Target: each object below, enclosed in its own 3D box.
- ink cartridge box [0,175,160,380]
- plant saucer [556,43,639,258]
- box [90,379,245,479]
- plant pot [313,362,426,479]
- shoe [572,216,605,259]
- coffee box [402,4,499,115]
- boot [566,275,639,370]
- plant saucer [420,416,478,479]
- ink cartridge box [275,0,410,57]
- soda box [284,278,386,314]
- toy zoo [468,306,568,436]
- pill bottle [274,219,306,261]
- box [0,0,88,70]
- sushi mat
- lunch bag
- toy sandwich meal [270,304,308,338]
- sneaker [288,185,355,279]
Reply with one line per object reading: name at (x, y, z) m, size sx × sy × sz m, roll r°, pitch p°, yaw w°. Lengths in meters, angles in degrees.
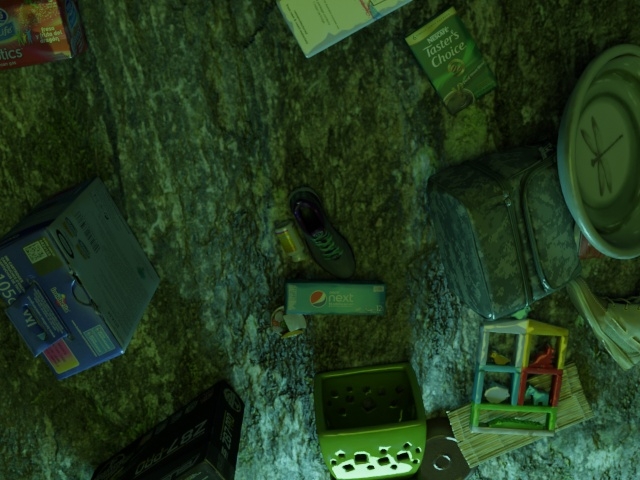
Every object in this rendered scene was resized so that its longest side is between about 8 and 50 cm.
ink cartridge box at (-0.461, 0.069, 1.515) m, size 0.151 × 0.395 × 0.270 m, roll -25°, pitch 108°, yaw 7°
plant saucer at (0.552, -0.167, 1.544) m, size 0.400 × 0.100 × 0.401 m, roll -4°, pitch 96°, yaw -39°
box at (-0.346, 0.502, 1.715) m, size 0.394 × 0.318 × 0.097 m, roll -35°, pitch 107°, yaw 11°
plant pot at (0.109, 0.419, 1.749) m, size 0.228 × 0.227 × 0.207 m, roll -6°, pitch 116°, yaw 1°
shoe at (0.560, -0.041, 1.677) m, size 0.081 × 0.063 × 0.178 m, roll -1°, pitch 115°, yaw -2°
coffee box at (0.253, -0.347, 1.569) m, size 0.113 × 0.040 × 0.184 m, roll -31°, pitch 107°, yaw 10°
boot at (0.662, 0.133, 1.721) m, size 0.203 × 0.095 × 0.262 m, roll -37°, pitch 108°, yaw 12°
plant saucer at (0.281, 0.504, 1.878) m, size 0.198 × 0.036 × 0.199 m, roll 0°, pitch 109°, yaw -1°
ink cartridge box at (0.069, -0.452, 1.443) m, size 0.278 × 0.201 × 0.117 m, roll -27°, pitch 108°, yaw 8°
soda box at (0.029, 0.118, 1.704) m, size 0.210 × 0.071 × 0.067 m, roll 2°, pitch 95°, yaw -5°
toy zoo at (0.437, 0.284, 1.780) m, size 0.192 × 0.030 × 0.294 m, roll 4°, pitch 100°, yaw -5°
pill bottle at (-0.060, 0.002, 1.686) m, size 0.043 × 0.043 × 0.083 m, roll -23°, pitch 108°, yaw 7°
box at (-0.579, -0.382, 1.493) m, size 0.256 × 0.128 × 0.123 m, roll -9°, pitch 110°, yaw 2°
sushi mat at (0.452, 0.393, 1.831) m, size 0.316 × 0.019 × 0.152 m, roll -22°, pitch 106°, yaw 0°
lunch bag at (0.378, -0.030, 1.607) m, size 0.255 × 0.212 × 0.305 m, roll -22°, pitch 110°, yaw -11°
toy sandwich meal at (-0.067, 0.177, 1.756) m, size 0.085 × 0.029 × 0.086 m, roll 0°, pitch 110°, yaw -1°
sneaker at (0.000, 0.000, 1.658) m, size 0.083 × 0.098 × 0.224 m, roll -31°, pitch 107°, yaw 9°
